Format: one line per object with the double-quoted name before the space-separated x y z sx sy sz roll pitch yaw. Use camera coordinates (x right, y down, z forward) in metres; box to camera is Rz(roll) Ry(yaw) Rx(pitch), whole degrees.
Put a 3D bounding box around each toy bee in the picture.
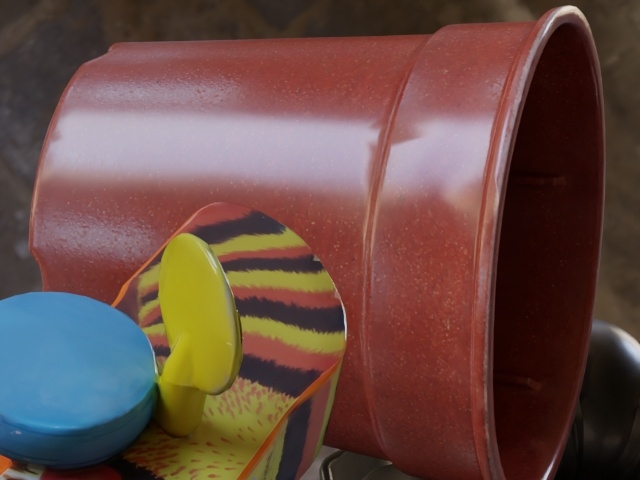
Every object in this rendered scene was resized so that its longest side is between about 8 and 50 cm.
"toy bee" -0.070 0.108 0.685 0.162 0.195 0.298 33 64 22

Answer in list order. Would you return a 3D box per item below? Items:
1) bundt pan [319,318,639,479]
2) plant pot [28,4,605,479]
"bundt pan" 0.159 0.185 1.196 0.331 0.124 0.331 5 60 -9
"plant pot" 0.000 0.000 1.100 0.272 0.265 0.272 5 90 -71
